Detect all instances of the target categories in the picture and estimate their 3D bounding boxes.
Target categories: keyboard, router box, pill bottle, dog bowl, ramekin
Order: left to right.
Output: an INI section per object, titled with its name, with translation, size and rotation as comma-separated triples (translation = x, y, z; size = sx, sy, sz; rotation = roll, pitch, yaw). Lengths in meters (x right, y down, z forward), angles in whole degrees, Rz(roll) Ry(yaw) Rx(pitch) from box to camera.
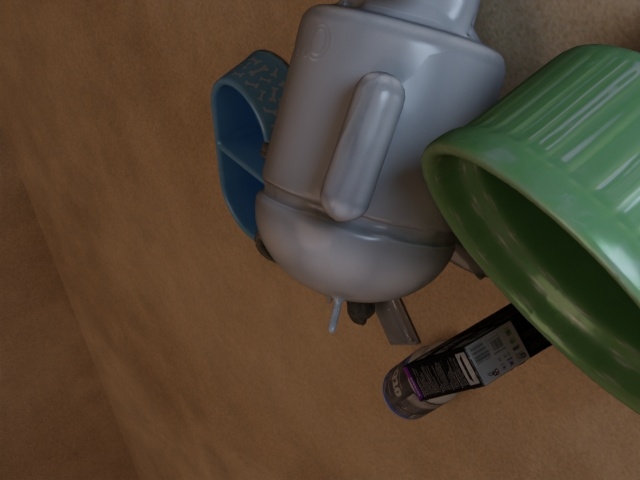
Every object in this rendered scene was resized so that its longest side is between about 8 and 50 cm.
[dog bowl]
translation = -0.082, -0.120, 1.406
size = 0.166, 0.074, 0.297
rotation = 39, 145, 37
[keyboard]
translation = 0.064, 0.029, 1.363
size = 0.256, 0.014, 0.072
rotation = 65, 158, -7
[pill bottle]
translation = 0.138, 0.182, 1.299
size = 0.078, 0.078, 0.137
rotation = 56, 152, 10
[router box]
translation = 0.190, 0.100, 1.025
size = 0.046, 0.179, 0.133
rotation = 63, 154, 3
[ramekin]
translation = 0.235, -0.008, 0.783
size = 0.303, 0.148, 0.303
rotation = 47, 174, 6

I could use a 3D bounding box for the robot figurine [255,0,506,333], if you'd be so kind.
[robot figurine]
translation = 0.054, -0.092, 0.957
size = 0.199, 0.300, 0.354
rotation = 16, 99, 10

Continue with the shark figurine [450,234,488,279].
[shark figurine]
translation = 0.130, -0.004, 1.110
size = 0.278, 0.116, 0.166
rotation = 49, 152, 28

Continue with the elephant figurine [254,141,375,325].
[elephant figurine]
translation = 0.000, 0.000, 1.281
size = 0.239, 0.169, 0.186
rotation = 121, 145, -70
